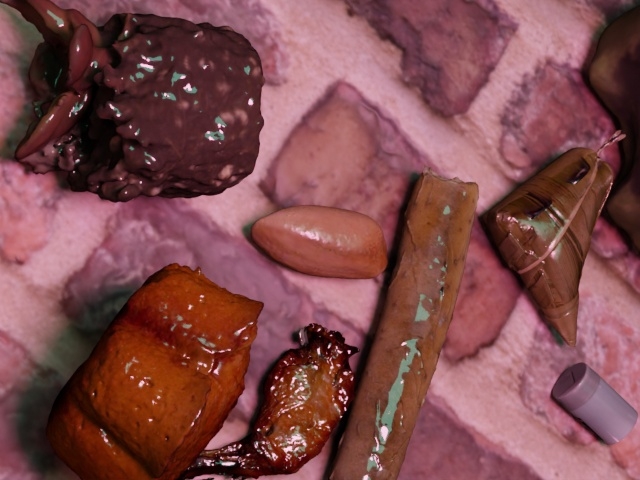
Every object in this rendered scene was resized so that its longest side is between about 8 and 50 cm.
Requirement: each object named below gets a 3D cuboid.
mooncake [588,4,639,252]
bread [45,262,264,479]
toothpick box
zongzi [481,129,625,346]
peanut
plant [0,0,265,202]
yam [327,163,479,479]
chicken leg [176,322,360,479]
[{"bbox_3d":[0.469,-0.130,1.964,0.351,0.187,0.351,7,73,-23],"label":"mooncake"},{"bbox_3d":[-0.145,0.129,1.556,0.135,0.247,0.232,36,52,-3],"label":"bread"},{"bbox_3d":[0.299,0.177,1.877,0.083,0.052,0.052,42,63,-15],"label":"toothpick box"},{"bbox_3d":[0.289,-0.003,1.892,0.189,0.081,0.178,-36,98,-23],"label":"zongzi"},{"bbox_3d":[0.000,0.000,1.745,0.152,0.076,0.076,13,73,-22],"label":"peanut"},{"bbox_3d":[-0.175,-0.128,1.623,0.234,0.178,0.204,8,76,-32],"label":"plant"},{"bbox_3d":[0.090,0.097,1.773,0.083,0.083,0.371,24,69,-21],"label":"yam"},{"bbox_3d":[-0.050,0.182,1.693,0.253,0.051,0.106,-39,92,-28],"label":"chicken leg"}]
